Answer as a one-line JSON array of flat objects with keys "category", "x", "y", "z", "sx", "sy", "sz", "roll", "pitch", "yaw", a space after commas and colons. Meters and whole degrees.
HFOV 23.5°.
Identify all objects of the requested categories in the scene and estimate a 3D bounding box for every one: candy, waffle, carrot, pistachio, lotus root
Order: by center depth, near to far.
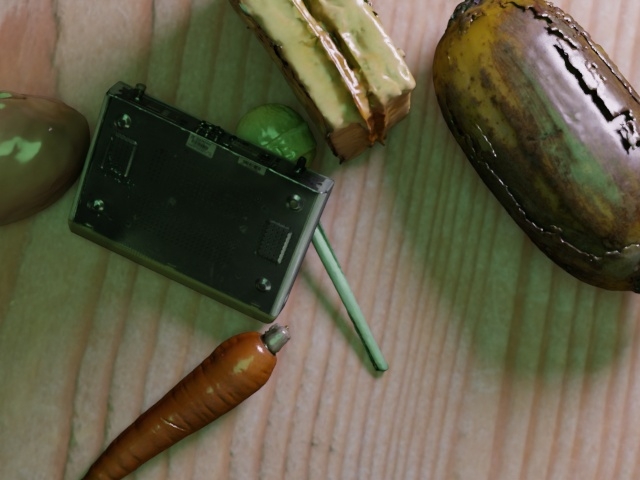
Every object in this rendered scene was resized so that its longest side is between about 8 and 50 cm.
[{"category": "waffle", "x": -0.009, "y": -0.213, "z": 1.594, "sx": 0.114, "sy": 0.376, "sz": 0.261, "roll": -31, "pitch": 89, "yaw": 1}, {"category": "lotus root", "x": 0.273, "y": -0.101, "z": 1.684, "sx": 0.196, "sy": 0.179, "sz": 0.397, "roll": -39, "pitch": 83, "yaw": 18}, {"category": "pistachio", "x": -0.365, "y": -0.089, "z": 1.731, "sx": 0.223, "sy": 0.126, "sz": 0.152, "roll": -21, "pitch": 124, "yaw": 2}, {"category": "candy", "x": 0.000, "y": 0.000, "z": 1.746, "sx": 0.093, "sy": 0.092, "sz": 0.335, "roll": -29, "pitch": 96, "yaw": -14}, {"category": "carrot", "x": -0.166, "y": 0.201, "z": 1.753, "sx": 0.336, "sy": 0.069, "sz": 0.069, "roll": -38, "pitch": 88, "yaw": 7}]

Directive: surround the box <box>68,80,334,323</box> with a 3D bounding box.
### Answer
[{"category": "box", "x": -0.137, "y": -0.043, "z": 1.712, "sx": 0.270, "sy": 0.045, "sz": 0.211, "roll": 26, "pitch": 120, "yaw": 5}]
